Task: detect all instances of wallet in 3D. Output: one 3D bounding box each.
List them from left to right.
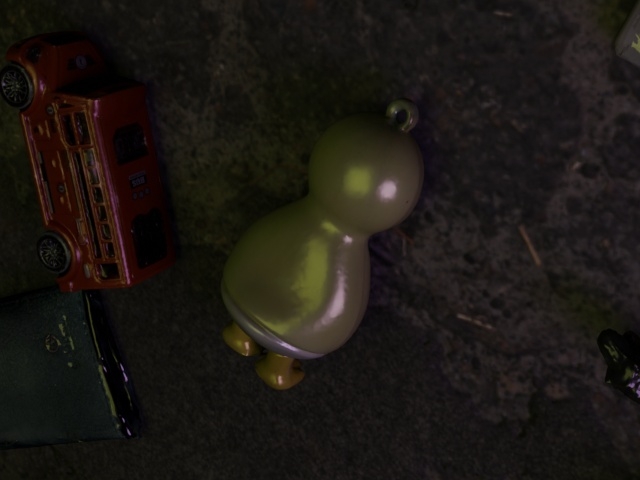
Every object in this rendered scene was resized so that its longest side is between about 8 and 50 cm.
[{"bbox_3d":[-0.378,0.161,1.388,0.379,0.046,0.191,-12,100,34],"label":"wallet"}]

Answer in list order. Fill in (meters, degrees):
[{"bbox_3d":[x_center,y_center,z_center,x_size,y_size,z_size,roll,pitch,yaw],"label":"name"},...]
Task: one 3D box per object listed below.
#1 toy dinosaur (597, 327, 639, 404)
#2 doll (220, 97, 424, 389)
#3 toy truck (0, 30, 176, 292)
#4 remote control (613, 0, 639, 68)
[{"bbox_3d":[0.278,0.145,0.891,0.187,0.179,0.087,21,115,28],"label":"toy dinosaur"},{"bbox_3d":[0.008,0.000,1.063,0.141,0.117,0.296,47,111,28],"label":"doll"},{"bbox_3d":[-0.224,-0.081,1.176,0.114,0.107,0.253,0,107,31],"label":"toy truck"},{"bbox_3d":[0.299,-0.233,0.849,0.067,0.029,0.261,35,119,18],"label":"remote control"}]
